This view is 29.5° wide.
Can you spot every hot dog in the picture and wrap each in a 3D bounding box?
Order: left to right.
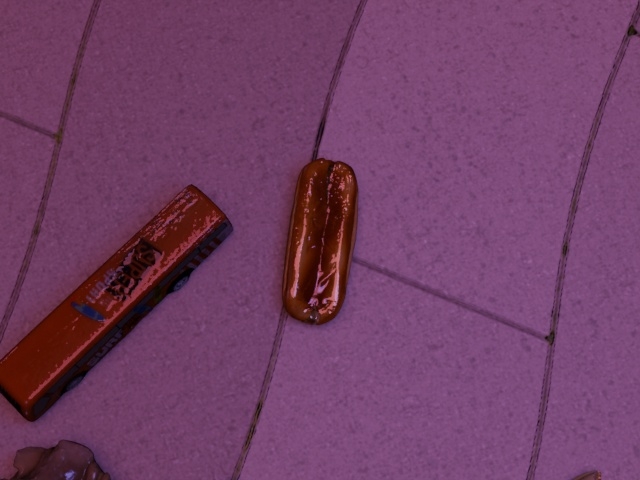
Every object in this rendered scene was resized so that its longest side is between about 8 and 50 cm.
[{"bbox_3d":[0.000,0.000,1.775,0.100,0.068,0.249,11,78,-9],"label":"hot dog"}]

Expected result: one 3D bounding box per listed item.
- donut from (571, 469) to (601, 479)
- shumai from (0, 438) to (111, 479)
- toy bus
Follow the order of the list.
[{"bbox_3d":[0.374,0.406,1.662,0.108,0.065,0.166,-24,76,-4],"label":"donut"},{"bbox_3d":[-0.374,0.444,1.655,0.346,0.217,0.283,8,43,-9],"label":"shumai"},{"bbox_3d":[-0.298,0.088,1.749,0.093,0.092,0.409,43,80,13],"label":"toy bus"}]
